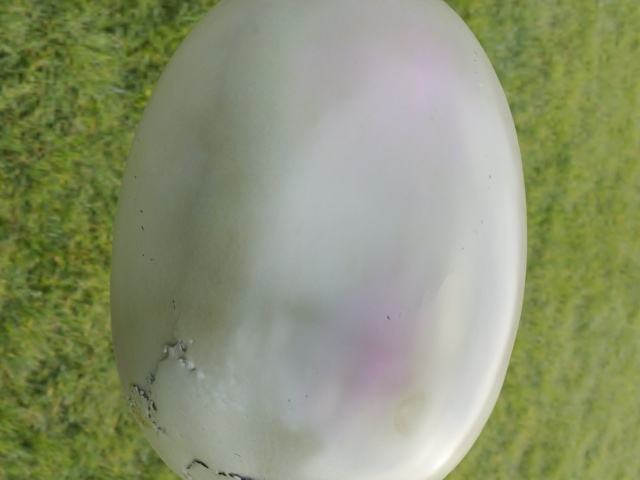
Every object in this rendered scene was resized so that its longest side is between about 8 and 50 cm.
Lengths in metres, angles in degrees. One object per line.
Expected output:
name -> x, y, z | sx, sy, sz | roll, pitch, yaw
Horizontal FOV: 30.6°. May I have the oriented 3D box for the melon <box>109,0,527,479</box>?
melon -> 0.000, 0.000, 0.637 | 0.223, 0.223, 0.317 | 31, 60, -51
